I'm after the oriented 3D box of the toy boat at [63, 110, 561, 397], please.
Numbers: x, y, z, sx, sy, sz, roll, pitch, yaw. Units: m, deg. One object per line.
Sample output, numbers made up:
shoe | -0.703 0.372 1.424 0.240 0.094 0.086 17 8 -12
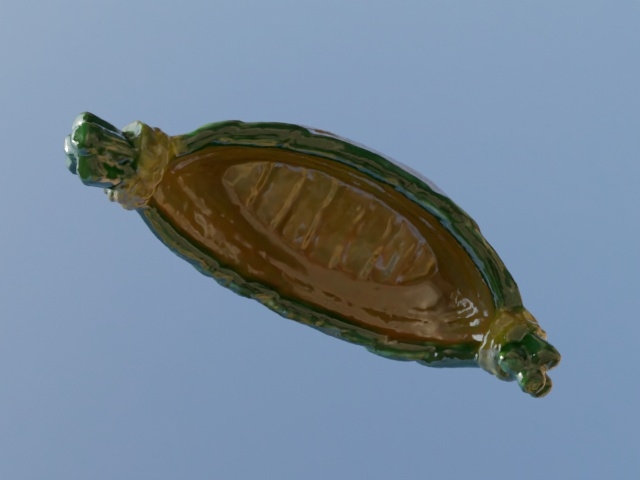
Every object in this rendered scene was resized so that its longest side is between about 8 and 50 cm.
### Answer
toy boat | 0.000 0.000 0.604 0.230 0.089 0.088 26 -159 -6
